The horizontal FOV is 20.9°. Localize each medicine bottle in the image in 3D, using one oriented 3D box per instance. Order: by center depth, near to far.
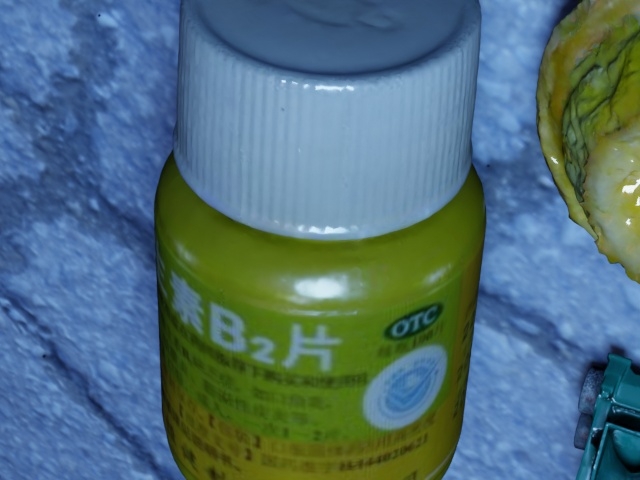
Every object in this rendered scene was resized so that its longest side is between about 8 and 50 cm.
[{"bbox_3d":[0.000,0.000,1.171,0.224,0.224,0.384,18,132,18],"label":"medicine bottle"}]

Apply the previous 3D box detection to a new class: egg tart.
[{"bbox_3d":[0.253,-0.044,1.062,0.288,0.118,0.288,15,135,16],"label":"egg tart"}]

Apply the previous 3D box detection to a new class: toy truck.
[{"bbox_3d":[0.225,0.195,1.265,0.110,0.116,0.216,17,132,18],"label":"toy truck"}]
